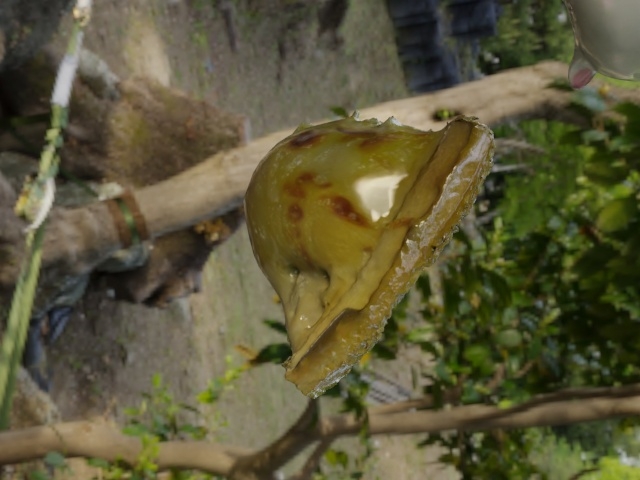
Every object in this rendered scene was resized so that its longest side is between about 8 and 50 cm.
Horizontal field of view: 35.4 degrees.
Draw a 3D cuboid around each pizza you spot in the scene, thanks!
[{"bbox_3d":[-0.002,-0.006,0.676,0.080,0.188,0.204,39,74,-39],"label":"pizza"}]

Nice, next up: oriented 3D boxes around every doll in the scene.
[{"bbox_3d":[0.262,-0.169,0.703,0.107,0.181,0.110,-21,104,-51],"label":"doll"}]
